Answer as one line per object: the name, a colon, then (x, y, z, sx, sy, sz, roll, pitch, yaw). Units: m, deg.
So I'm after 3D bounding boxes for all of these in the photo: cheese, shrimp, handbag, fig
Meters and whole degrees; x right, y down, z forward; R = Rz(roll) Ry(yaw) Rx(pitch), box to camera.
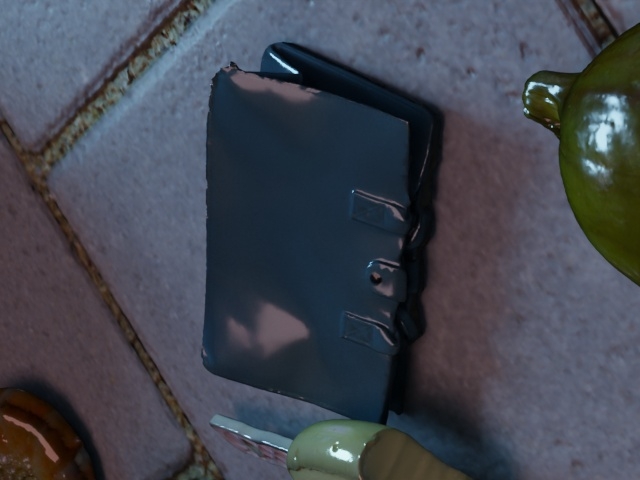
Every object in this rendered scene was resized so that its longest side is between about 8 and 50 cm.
cheese: (0.008, 0.148, 1.073, 0.255, 0.050, 0.127, 11, 152, 50)
shrimp: (-0.267, 0.205, 1.381, 0.248, 0.068, 0.150, -29, 94, 43)
handbag: (0.000, 0.000, 1.027, 0.144, 0.057, 0.221, 21, 123, 27)
fig: (0.167, -0.055, 0.770, 0.186, 0.148, 0.142, 31, 124, 28)
